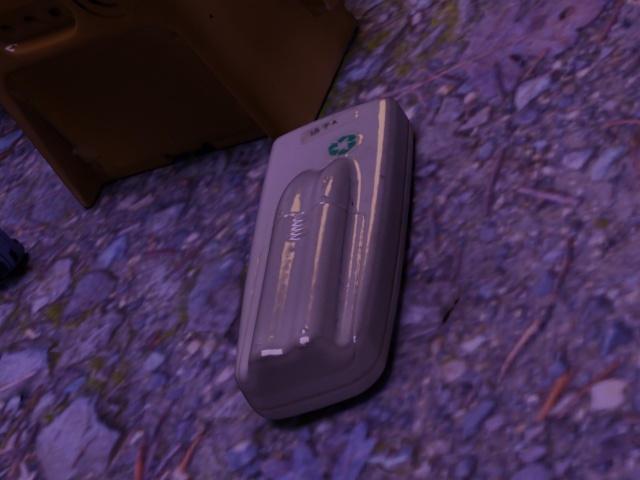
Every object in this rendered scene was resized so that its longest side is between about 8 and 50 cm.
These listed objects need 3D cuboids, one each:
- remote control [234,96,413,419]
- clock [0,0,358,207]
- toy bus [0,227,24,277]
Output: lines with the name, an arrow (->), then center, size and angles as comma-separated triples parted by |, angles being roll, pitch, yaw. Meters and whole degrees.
remote control -> 0.001, 0.001, 0.926 | 0.090, 0.049, 0.230 | -21, 33, 21
clock -> -0.148, -0.200, 1.091 | 0.244, 0.317, 0.200 | -15, 44, 31
toy bus -> -0.284, 0.009, 1.182 | 0.167, 0.073, 0.076 | 0, 50, 50
